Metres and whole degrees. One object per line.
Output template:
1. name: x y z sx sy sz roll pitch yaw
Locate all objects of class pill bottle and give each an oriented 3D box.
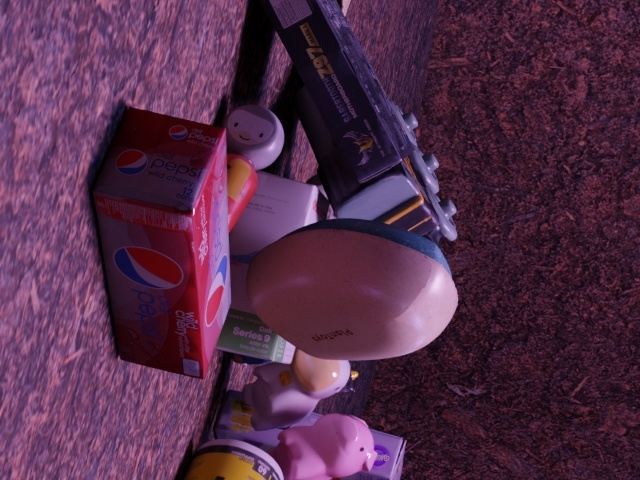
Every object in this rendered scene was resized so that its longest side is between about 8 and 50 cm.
1. pill bottle: -0.124 0.346 1.768 0.208 0.119 0.119 -70 170 -46

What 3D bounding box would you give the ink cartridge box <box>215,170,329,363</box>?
1. ink cartridge box: -0.062 0.034 1.792 0.154 0.093 0.212 48 54 -81

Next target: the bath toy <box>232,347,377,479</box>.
1. bath toy: 0.006 0.245 1.874 0.151 0.129 0.348 -50 -130 49

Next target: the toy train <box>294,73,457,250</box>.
1. toy train: 0.060 -0.099 1.889 0.190 0.142 0.334 50 14 -44

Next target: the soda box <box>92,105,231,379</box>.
1. soda box: -0.127 0.009 1.267 0.263 0.083 0.092 94 12 -56

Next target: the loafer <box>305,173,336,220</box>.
1. loafer: -0.008 0.008 2.143 0.319 0.112 0.111 106 -3 -50

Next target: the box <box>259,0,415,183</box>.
1. box: 0.020 -0.180 1.632 0.232 0.059 0.183 62 11 -3

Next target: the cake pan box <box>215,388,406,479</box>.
1. cake pan box: -0.014 0.306 2.060 0.267 0.246 0.070 92 17 -63

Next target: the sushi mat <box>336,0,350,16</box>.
1. sushi mat: 0.066 -0.447 2.197 0.316 0.019 0.151 -68 168 -51

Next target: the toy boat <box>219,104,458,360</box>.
1. toy boat: 0.000 0.000 1.577 0.267 0.318 0.148 -11 -133 49
